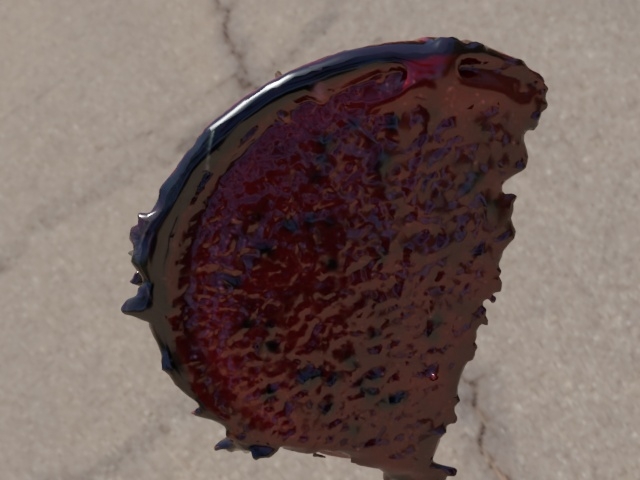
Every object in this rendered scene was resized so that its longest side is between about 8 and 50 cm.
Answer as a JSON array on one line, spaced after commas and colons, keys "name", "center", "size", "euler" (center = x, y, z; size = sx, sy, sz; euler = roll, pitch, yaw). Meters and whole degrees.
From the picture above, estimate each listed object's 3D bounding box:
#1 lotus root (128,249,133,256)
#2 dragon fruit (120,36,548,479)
[{"name": "lotus root", "center": [-0.071, 0.078, 1.070], "size": [0.118, 0.221, 0.125], "euler": [-62, 8, -24]}, {"name": "dragon fruit", "center": [0.000, 0.000, 0.951], "size": [0.100, 0.282, 0.343], "euler": [-126, 50, -68]}]
